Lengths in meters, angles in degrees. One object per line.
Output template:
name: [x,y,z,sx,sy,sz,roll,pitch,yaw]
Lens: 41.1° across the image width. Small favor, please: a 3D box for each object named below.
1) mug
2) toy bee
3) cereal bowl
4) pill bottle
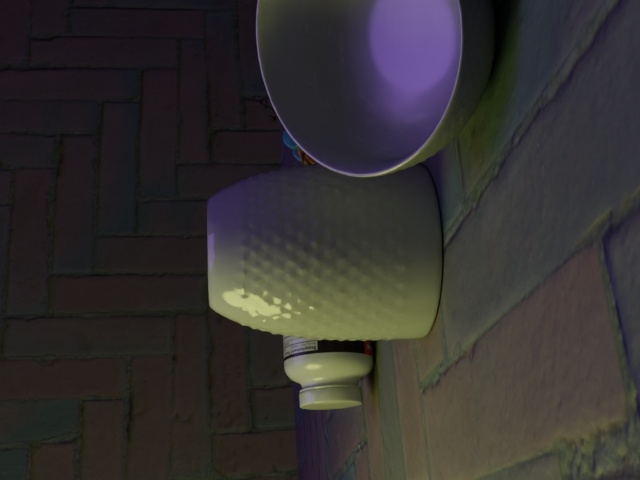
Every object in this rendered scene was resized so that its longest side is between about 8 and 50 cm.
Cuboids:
mug: [-0.014,0.031,1.356,0.374,0.328,0.276,113,155,-72]
toy bee: [-0.018,-0.277,2.115,0.298,0.162,0.195,57,-175,6]
cereal bowl: [0.079,-0.253,1.053,0.339,0.141,0.339,18,116,41]
pill bottle: [0.013,0.173,1.734,0.181,0.182,0.322,111,156,-70]
